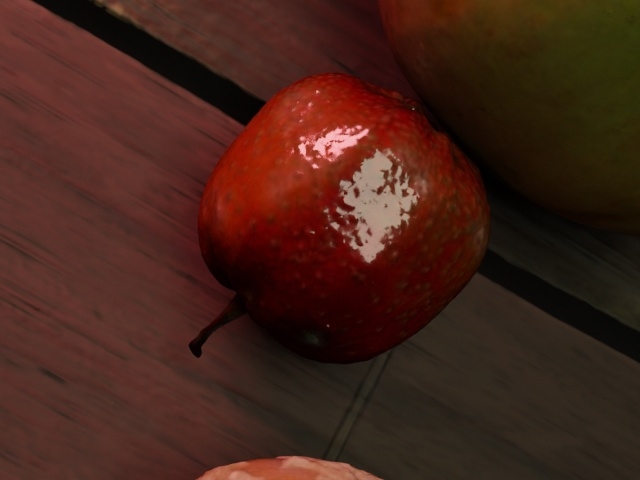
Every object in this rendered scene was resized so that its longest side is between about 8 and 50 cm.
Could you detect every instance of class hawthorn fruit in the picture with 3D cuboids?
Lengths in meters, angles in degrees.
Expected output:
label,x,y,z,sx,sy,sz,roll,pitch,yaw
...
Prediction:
label,x,y,z,sx,sy,sz,roll,pitch,yaw
hawthorn fruit,0.000,0.000,1.104,0.194,0.157,0.157,-43,99,-3

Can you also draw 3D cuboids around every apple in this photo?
label,x,y,z,sx,sy,sz,roll,pitch,yaw
apple,0.205,-0.173,1.113,0.338,0.305,0.338,5,77,-22

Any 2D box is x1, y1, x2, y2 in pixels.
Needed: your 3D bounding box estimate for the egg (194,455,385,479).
label,x,y,z,sx,sy,sz,roll,pitch,yaw
egg,-0.001,0.223,1.045,0.195,0.195,0.233,-44,104,-21
